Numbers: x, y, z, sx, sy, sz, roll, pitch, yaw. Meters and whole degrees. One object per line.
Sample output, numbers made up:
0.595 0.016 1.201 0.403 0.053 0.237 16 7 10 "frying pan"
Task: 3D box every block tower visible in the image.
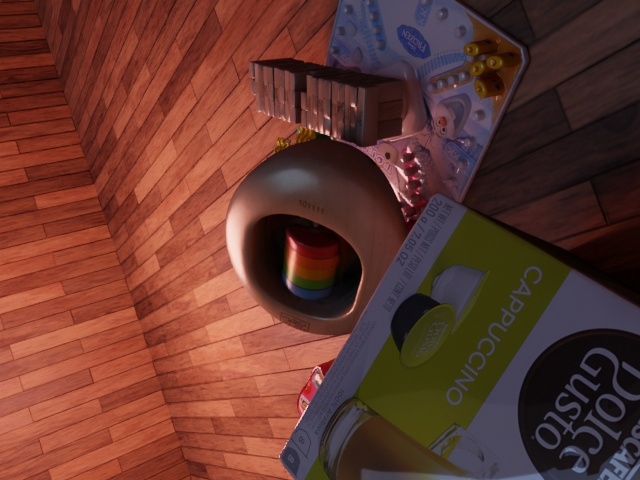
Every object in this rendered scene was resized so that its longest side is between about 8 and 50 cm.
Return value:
0.003 -0.239 1.055 0.335 0.097 0.091 31 130 50 "block tower"

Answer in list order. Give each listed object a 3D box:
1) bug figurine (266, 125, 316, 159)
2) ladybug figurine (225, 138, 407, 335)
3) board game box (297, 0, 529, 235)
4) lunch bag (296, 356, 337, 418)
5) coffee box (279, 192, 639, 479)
-0.032 -0.086 1.240 0.216 0.072 0.279 23 137 57 "bug figurine"
0.000 0.000 1.053 0.305 0.162 0.449 21 143 5 "ladybug figurine"
0.109 -0.224 1.032 0.390 0.050 0.390 50 141 32 "board game box"
0.067 0.411 1.316 0.293 0.120 0.258 53 143 27 "lunch bag"
0.237 0.200 0.654 0.334 0.338 0.338 39 104 41 "coffee box"
